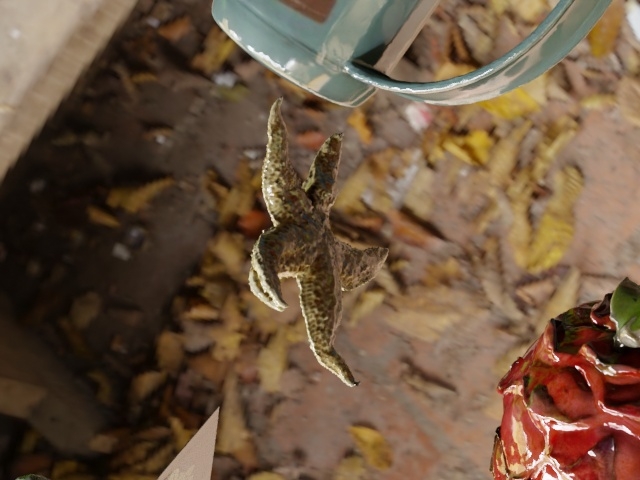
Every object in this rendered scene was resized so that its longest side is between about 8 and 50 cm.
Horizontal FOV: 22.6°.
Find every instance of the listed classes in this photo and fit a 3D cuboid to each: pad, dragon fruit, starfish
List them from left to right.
[{"bbox_3d":[-0.144,0.262,1.412,0.006,0.245,0.170,31,56,14],"label":"pad"},{"bbox_3d":[0.000,0.000,1.517,0.062,0.235,0.277,-18,92,33],"label":"starfish"},{"bbox_3d":[0.205,0.125,1.114,0.172,0.172,0.210,34,110,34],"label":"dragon fruit"}]

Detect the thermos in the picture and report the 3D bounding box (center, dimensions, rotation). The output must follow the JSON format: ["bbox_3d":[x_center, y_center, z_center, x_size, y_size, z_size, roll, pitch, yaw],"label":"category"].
[{"bbox_3d":[0.070,-0.178,0.630,0.182,0.145,0.286,42,108,33],"label":"thermos"}]

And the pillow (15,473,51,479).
[{"bbox_3d":[-0.218,0.248,1.206,0.179,0.171,0.075,-32,34,23],"label":"pillow"}]
